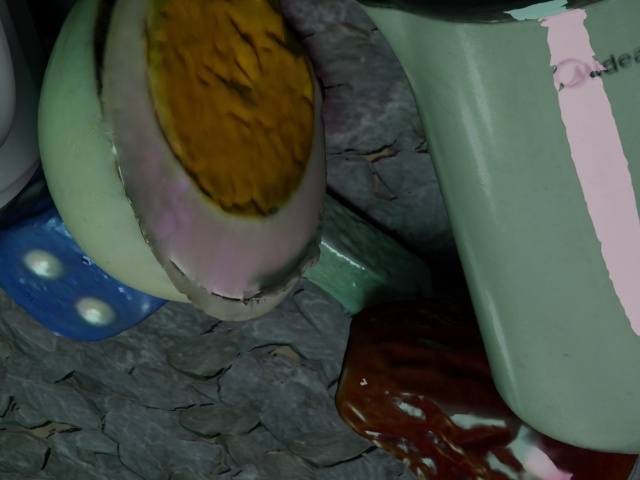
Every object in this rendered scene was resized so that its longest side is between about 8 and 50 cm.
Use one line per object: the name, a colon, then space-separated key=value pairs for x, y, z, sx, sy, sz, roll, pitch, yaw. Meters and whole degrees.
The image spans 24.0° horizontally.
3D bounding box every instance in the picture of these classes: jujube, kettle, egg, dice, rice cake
jujube: x=0.137 y=0.139 z=1.250 sx=0.255 sy=0.190 sz=0.190 roll=17 pitch=137 yaw=0
kettle: x=0.243 y=-0.086 z=1.023 sx=0.361 sy=0.250 sz=0.377 roll=-18 pitch=126 yaw=7
egg: x=-0.127 y=-0.082 z=1.112 sx=0.174 sy=0.264 sz=0.286 roll=-3 pitch=134 yaw=29
dice: x=-0.193 y=-0.008 z=1.292 sx=0.143 sy=0.146 sz=0.146 roll=-23 pitch=123 yaw=33
rice cake: x=0.000 y=0.000 z=1.294 sx=0.206 sy=0.063 sz=0.069 roll=34 pitch=141 yaw=-14

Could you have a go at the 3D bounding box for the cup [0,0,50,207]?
cup: x=-0.310 y=-0.160 z=1.077 sx=0.323 sy=0.237 sz=0.327 roll=34 pitch=148 yaw=38

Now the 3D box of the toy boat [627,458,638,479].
toy boat: x=0.221 y=0.159 z=1.387 sx=0.134 sy=0.079 sz=0.208 roll=-19 pitch=115 yaw=24
